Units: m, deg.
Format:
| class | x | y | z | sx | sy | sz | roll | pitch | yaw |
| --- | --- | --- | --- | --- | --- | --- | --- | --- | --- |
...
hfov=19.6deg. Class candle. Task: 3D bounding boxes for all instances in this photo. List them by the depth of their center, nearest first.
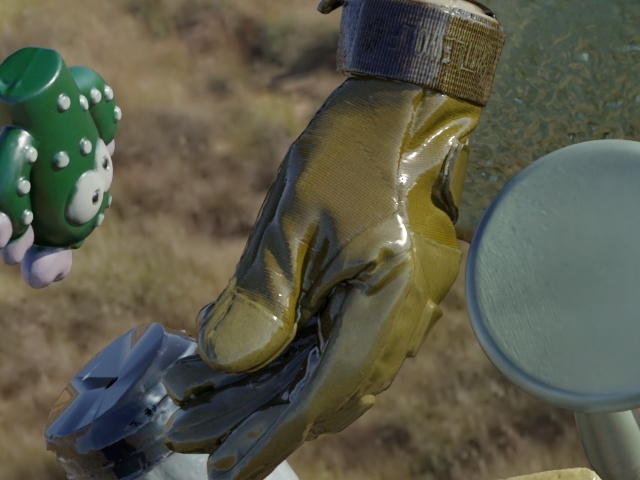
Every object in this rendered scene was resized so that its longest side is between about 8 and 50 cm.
| class | x | y | z | sx | sy | sz | roll | pitch | yaw |
| --- | --- | --- | --- | --- | --- | --- | --- | --- | --- |
| candle | -0.151 | 0.280 | 2.178 | 0.221 | 0.342 | 0.221 | -33 | 18 | 12 |

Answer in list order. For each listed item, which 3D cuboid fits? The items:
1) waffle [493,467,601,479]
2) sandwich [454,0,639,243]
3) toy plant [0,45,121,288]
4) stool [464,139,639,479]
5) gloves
| class | x | y | z | sx | sy | sz | roll | pitch | yaw |
| --- | --- | --- | --- | --- | --- | --- | --- | --- | --- |
| waffle | 0.176 | 0.312 | 1.933 | 0.274 | 0.168 | 0.057 | -11 | 50 | 12 |
| sandwich | 0.168 | -0.143 | 1.555 | 0.262 | 0.325 | 0.131 | 17 | 38 | -4 |
| toy plant | -0.269 | -0.074 | 1.852 | 0.112 | 0.243 | 0.233 | 10 | 74 | 17 |
| stool | 0.219 | 0.046 | 1.346 | 0.195 | 0.198 | 0.195 | -38 | 65 | 5 |
| gloves | 0.016 | 0.004 | 1.120 | 0.141 | 0.331 | 0.154 | 23 | -3 | -9 |
